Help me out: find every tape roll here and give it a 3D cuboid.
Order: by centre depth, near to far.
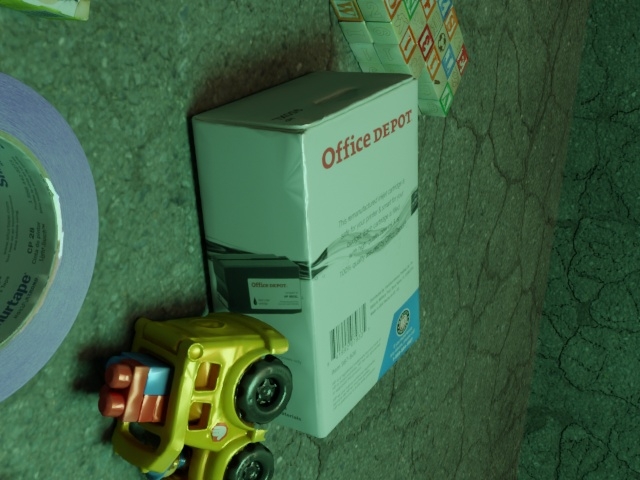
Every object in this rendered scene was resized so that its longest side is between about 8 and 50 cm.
[{"bbox_3d":[-0.304,0.000,0.635,0.274,0.090,0.275,-24,119,-55],"label":"tape roll"}]

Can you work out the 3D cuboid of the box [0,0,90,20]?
[{"bbox_3d":[-0.231,-0.310,0.689,0.087,0.058,0.232,-2,101,-59],"label":"box"}]

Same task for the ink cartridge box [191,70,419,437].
[{"bbox_3d":[0.000,0.000,1.066,0.285,0.166,0.395,-34,128,-51],"label":"ink cartridge box"}]

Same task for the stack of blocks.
[{"bbox_3d":[0.132,-0.320,1.262,0.171,0.087,0.297,-65,147,-23],"label":"stack of blocks"}]

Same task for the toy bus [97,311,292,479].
[{"bbox_3d":[-0.158,0.192,0.906,0.211,0.149,0.220,7,96,-46],"label":"toy bus"}]
